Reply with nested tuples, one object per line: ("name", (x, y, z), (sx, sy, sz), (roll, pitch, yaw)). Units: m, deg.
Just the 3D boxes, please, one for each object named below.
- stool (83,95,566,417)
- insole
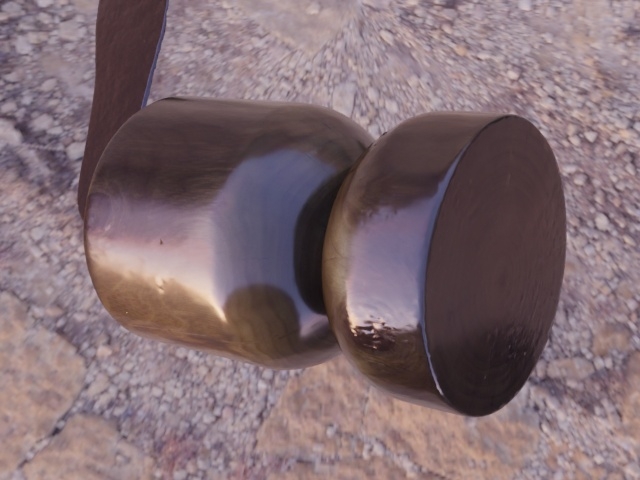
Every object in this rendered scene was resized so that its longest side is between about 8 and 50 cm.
("stool", (0.000, 0.000, 0.705), (0.264, 0.179, 0.179), (8, 106, 35))
("insole", (-0.192, -0.171, 1.063), (0.111, 0.007, 0.327), (-1, 78, 43))
